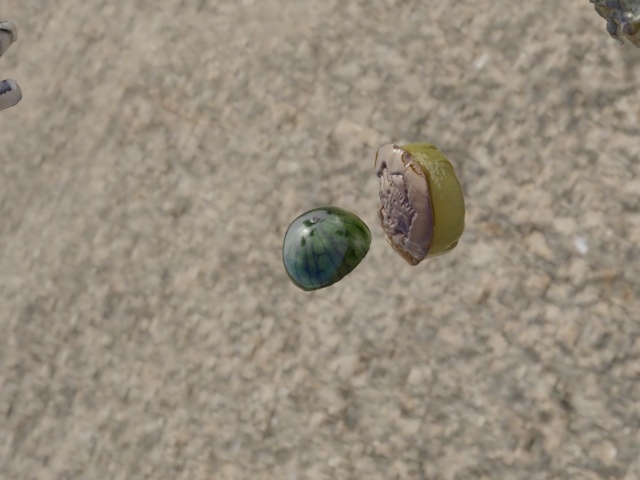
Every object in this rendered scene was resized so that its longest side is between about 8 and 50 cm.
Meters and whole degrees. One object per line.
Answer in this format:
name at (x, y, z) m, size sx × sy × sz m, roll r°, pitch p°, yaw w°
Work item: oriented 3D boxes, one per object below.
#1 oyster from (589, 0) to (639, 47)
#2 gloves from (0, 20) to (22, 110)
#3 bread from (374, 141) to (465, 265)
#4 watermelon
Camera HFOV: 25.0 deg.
oyster at (0.363, -0.350, 1.787) m, size 0.214 × 0.083 × 0.222 m, roll 133°, pitch 116°, yaw -77°
gloves at (-0.385, -0.175, 1.453) m, size 0.127 × 0.111 × 0.212 m, roll 35°, pitch 59°, yaw 16°
bread at (0.127, -0.047, 1.809) m, size 0.125 × 0.086 × 0.156 m, roll 16°, pitch 116°, yaw 62°
watermelon at (0.000, 0.000, 1.563) m, size 0.105 × 0.062 × 0.105 m, roll -23°, pitch 36°, yaw 17°
